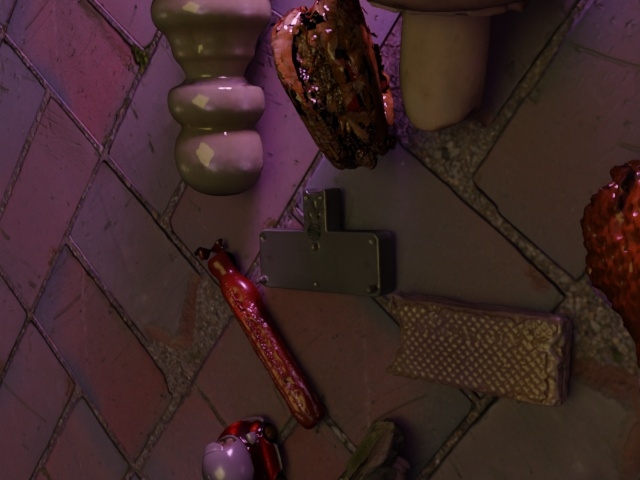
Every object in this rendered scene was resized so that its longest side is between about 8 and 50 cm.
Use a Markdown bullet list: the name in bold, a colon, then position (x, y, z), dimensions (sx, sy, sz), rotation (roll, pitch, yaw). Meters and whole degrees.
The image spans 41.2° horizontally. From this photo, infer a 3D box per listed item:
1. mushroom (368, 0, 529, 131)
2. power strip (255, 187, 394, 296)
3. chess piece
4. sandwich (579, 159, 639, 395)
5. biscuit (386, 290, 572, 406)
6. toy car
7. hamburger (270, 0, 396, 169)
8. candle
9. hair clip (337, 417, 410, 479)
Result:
- **mushroom**: position (0.150, -0.291, 0.939), dimensions (0.314, 0.314, 0.336), rotation (21, 132, 36)
- **power strip**: position (0.000, 0.000, 1.185), dimensions (0.216, 0.061, 0.145), rotation (1, 95, 38)
- **chess piece**: position (-0.154, -0.229, 1.234), dimensions (0.182, 0.182, 0.330), rotation (6, 102, 38)
- **sandwich**: position (0.360, 0.012, 0.794), dimensions (0.301, 0.162, 0.250), rotation (-95, 10, -60)
- **biscuit**: position (0.189, 0.128, 1.045), dimensions (0.239, 0.062, 0.108), rotation (6, 95, 37)
- **toy car**: position (-0.123, 0.344, 1.277), dimensions (0.112, 0.112, 0.139), rotation (-32, 73, 35)
- **hamburger**: position (0.025, -0.201, 1.051), dimensions (0.107, 0.231, 0.230), rotation (-19, 81, 15)
- **candle**: position (-0.089, 0.134, 1.278), dimensions (0.329, 0.048, 0.051), rotation (57, 137, 20)
- **hair clip**: position (0.017, 0.378, 1.172), dimensions (0.091, 0.138, 0.321), rotation (41, 120, -5)
